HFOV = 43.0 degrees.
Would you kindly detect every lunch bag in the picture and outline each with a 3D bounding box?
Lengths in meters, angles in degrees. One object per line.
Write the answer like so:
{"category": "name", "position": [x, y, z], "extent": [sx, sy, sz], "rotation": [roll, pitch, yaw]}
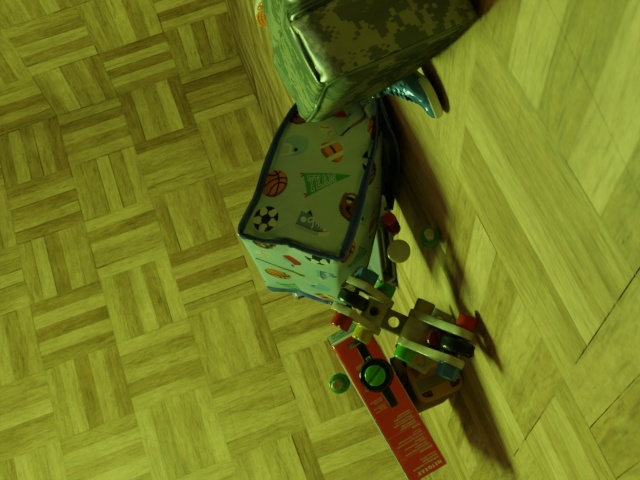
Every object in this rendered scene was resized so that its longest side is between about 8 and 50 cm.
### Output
{"category": "lunch bag", "position": [0.026, -0.311, 0.981], "extent": [0.256, 0.212, 0.305], "rotation": [62, 175, -3]}
{"category": "lunch bag", "position": [0.025, -0.103, 1.541], "extent": [0.328, 0.238, 0.386], "rotation": [81, -156, -69]}

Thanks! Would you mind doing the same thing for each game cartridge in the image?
{"category": "game cartridge", "position": [0.094, -0.050, 1.950], "extent": [0.230, 0.068, 0.355], "rotation": [49, 163, 35]}

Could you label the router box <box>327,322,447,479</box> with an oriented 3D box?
{"category": "router box", "position": [0.125, 0.318, 1.677], "extent": [0.301, 0.082, 0.335], "rotation": [60, 177, 4]}

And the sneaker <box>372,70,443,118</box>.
{"category": "sneaker", "position": [0.106, -0.217, 1.164], "extent": [0.152, 0.084, 0.058], "rotation": [58, -178, 21]}

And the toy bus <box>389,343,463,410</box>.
{"category": "toy bus", "position": [0.225, 0.285, 1.743], "extent": [0.333, 0.108, 0.130], "rotation": [88, 161, -73]}

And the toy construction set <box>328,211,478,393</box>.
{"category": "toy construction set", "position": [0.154, 0.118, 1.478], "extent": [0.237, 0.257, 0.309], "rotation": [37, -127, -78]}

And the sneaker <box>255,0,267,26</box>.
{"category": "sneaker", "position": [-0.129, -0.659, 2.050], "extent": [0.262, 0.099, 0.121], "rotation": [95, 163, -59]}

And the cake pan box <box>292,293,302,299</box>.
{"category": "cake pan box", "position": [0.000, 0.000, 2.250], "extent": [0.070, 0.245, 0.267], "rotation": [109, 143, -75]}
